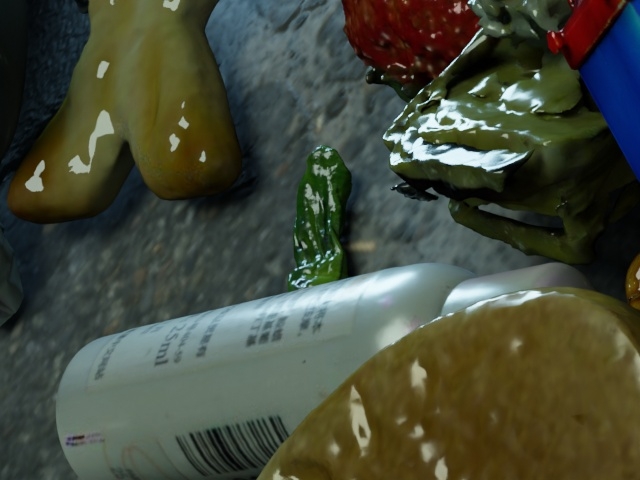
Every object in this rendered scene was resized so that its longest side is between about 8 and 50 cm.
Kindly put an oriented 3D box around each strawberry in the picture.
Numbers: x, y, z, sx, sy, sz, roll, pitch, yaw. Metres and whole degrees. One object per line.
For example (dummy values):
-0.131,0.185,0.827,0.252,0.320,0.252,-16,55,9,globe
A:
0.075,-0.146,0.845,0.146,0.082,0.187,16,73,43,strawberry

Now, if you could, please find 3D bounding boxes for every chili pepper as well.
0.000,0.000,0.862,0.030,0.034,0.091,-1,59,10,chili pepper

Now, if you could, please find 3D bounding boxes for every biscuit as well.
-0.091,-0.114,0.995,0.164,0.047,0.208,-8,68,42,biscuit
0.099,0.167,0.586,0.287,0.057,0.344,-37,55,29,biscuit

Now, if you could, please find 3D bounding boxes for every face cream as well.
0.001,0.059,0.777,0.269,0.082,0.082,-14,56,42,face cream

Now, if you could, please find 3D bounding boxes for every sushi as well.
0.138,-0.127,0.718,0.291,0.131,0.139,-55,37,-8,sushi

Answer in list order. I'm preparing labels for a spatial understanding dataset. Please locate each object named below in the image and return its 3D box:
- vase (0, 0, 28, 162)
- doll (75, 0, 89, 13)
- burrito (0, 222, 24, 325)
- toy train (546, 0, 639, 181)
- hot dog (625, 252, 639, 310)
-0.239,-0.170,1.092,0.173,0.173,0.321,-35,28,26,vase
-0.129,-0.155,1.089,0.114,0.039,0.057,29,122,41,doll
-0.225,-0.011,1.080,0.064,0.064,0.203,-57,40,2,burrito
0.185,-0.092,0.624,0.204,0.083,0.131,-26,81,-10,toy train
0.165,0.003,0.678,0.122,0.037,0.049,-29,35,24,hot dog
